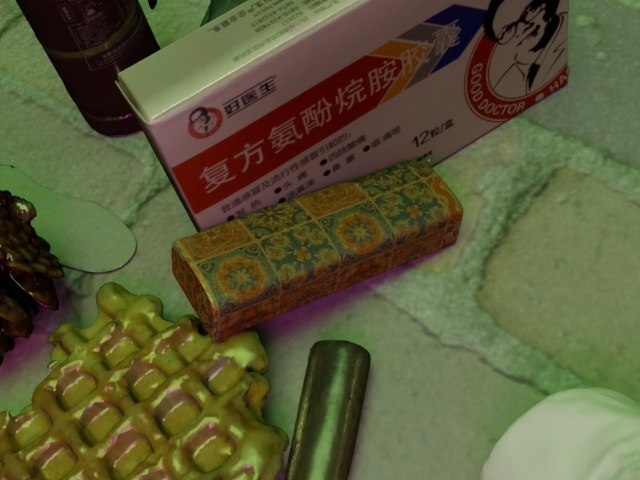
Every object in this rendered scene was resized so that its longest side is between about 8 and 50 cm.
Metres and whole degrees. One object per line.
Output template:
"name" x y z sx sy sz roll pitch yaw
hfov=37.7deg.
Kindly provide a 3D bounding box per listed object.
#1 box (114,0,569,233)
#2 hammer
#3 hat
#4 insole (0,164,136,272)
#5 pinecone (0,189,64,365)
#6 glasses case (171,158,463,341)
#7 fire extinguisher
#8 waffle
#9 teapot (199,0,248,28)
"box" 0.040 -0.127 0.734 0.353 0.214 0.069 -33 56 -10
"hammer" -0.030 0.266 0.601 0.168 0.044 0.440 4 59 15
"hat" 0.172 0.168 0.560 0.203 0.203 0.126 -32 39 -9
"insole" -0.247 -0.020 0.851 0.197 0.004 0.065 25 66 24
"pinecone" -0.290 0.032 0.747 0.173 0.173 0.173 -5 57 8
"glasses case" 0.000 0.000 0.723 0.218 0.049 0.075 -21 55 -23
"fire extinguisher" -0.207 -0.240 0.780 0.105 0.341 0.141 12 60 18
"waffle" -0.168 0.168 0.672 0.281 0.058 0.301 10 56 27
"teapot" -0.045 -0.209 0.849 0.203 0.171 0.225 -5 58 47
